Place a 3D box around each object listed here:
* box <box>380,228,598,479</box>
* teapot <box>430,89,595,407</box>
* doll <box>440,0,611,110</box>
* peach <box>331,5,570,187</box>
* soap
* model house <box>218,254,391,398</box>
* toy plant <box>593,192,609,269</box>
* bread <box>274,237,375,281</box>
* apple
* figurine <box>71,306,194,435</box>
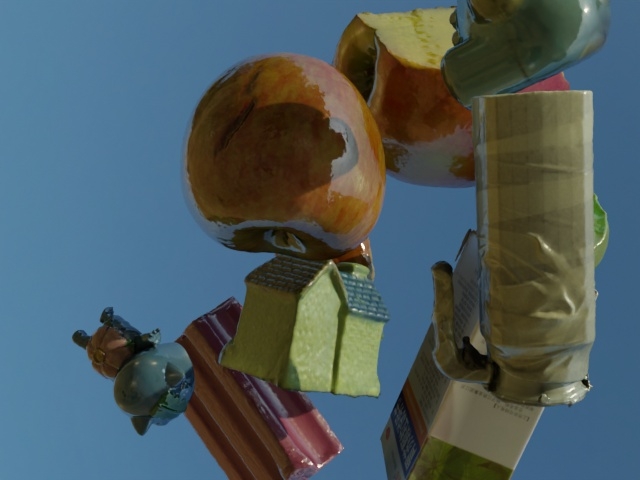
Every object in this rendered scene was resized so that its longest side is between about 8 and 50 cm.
[{"bbox_3d":[0.176,0.151,0.919,0.106,0.200,0.300,21,-82,-3],"label":"box"},{"bbox_3d":[0.124,0.006,0.532,0.107,0.077,0.201,-3,-82,2],"label":"teapot"},{"bbox_3d":[0.167,-0.275,0.776,0.161,0.177,0.261,-21,-86,35],"label":"doll"},{"bbox_3d":[0.218,-0.204,1.272,0.242,0.380,0.306,63,-30,33],"label":"peach"},{"bbox_3d":[-0.146,0.319,1.555,0.360,0.128,0.233,53,-43,8],"label":"soap"},{"bbox_3d":[-0.010,0.115,1.182,0.195,0.214,0.189,12,-91,51],"label":"model house"},{"bbox_3d":[0.333,0.052,1.357,0.184,0.224,0.316,19,-38,-1],"label":"toy plant"},{"bbox_3d":[0.000,0.000,1.443,0.178,0.133,0.250,-14,-115,2],"label":"bread"},{"bbox_3d":[-0.043,-0.104,1.010,0.264,0.264,0.265,-4,-96,33],"label":"apple"},{"bbox_3d":[-0.224,0.159,1.033,0.178,0.144,0.114,37,-95,24],"label":"figurine"}]
